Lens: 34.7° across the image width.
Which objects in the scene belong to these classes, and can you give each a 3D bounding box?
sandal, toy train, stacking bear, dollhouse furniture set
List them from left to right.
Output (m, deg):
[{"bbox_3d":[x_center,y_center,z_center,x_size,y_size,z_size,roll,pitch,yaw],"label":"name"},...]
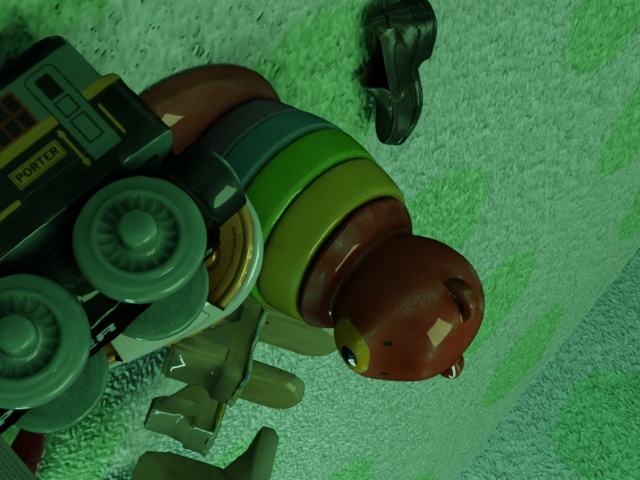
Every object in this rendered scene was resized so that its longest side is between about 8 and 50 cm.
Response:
[{"bbox_3d":[-0.208,0.029,0.620,0.334,0.190,0.142,-41,169,-15],"label":"toy train"},{"bbox_3d":[-0.158,0.051,0.743,0.265,0.102,0.076,-33,176,16],"label":"sandal"},{"bbox_3d":[-0.074,0.303,0.957,0.394,0.256,0.362,121,-14,-56],"label":"dollhouse furniture set"},{"bbox_3d":[0.000,0.000,0.805,0.164,0.289,0.175,-33,149,-34],"label":"stacking bear"}]

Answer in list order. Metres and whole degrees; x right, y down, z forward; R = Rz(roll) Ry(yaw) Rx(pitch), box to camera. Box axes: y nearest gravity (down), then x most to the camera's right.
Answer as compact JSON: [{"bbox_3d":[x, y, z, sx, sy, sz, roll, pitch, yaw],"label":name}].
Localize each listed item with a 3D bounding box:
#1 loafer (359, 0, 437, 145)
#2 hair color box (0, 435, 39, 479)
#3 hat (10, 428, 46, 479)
[{"bbox_3d":[0.064,-0.158,0.988,0.061,0.062,0.170,-15,138,-18],"label":"loafer"},{"bbox_3d":[-0.347,0.236,0.664,0.374,0.185,0.114,-5,129,-57],"label":"hair color box"},{"bbox_3d":[-0.303,0.226,0.888,0.208,0.173,0.184,-43,119,-30],"label":"hat"}]
